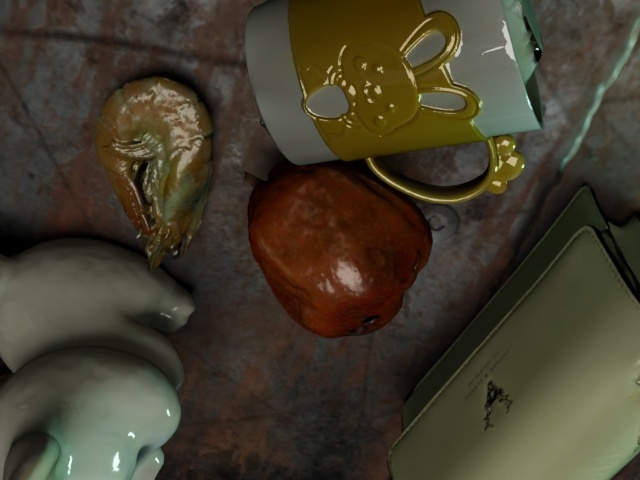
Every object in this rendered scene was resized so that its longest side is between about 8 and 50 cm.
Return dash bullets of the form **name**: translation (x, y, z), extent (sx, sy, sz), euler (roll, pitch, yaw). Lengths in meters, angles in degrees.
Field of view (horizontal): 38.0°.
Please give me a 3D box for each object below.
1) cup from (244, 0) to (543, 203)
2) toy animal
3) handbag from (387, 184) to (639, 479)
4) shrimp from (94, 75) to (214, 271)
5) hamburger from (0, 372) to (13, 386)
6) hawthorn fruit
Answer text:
- **cup**: translation (0.075, -0.134, 0.787), extent (0.226, 0.185, 0.241), euler (-12, 114, 18)
- **toy animal**: translation (-0.264, 0.158, 0.898), extent (0.241, 0.367, 0.196), euler (24, 124, -24)
- **handbag**: translation (0.223, 0.152, 0.923), extent (0.160, 0.236, 0.358), euler (26, 120, -14)
- **shrimp**: translation (-0.166, -0.065, 0.926), extent (0.115, 0.051, 0.217), euler (12, 123, 4)
- **hamburger**: translation (-0.333, 0.263, 1.086), extent (0.237, 0.149, 0.237), euler (7, 122, 11)
- **hawthorn fruit**: translation (0.012, 0.008, 0.885), extent (0.179, 0.173, 0.173), euler (34, 119, -31)
